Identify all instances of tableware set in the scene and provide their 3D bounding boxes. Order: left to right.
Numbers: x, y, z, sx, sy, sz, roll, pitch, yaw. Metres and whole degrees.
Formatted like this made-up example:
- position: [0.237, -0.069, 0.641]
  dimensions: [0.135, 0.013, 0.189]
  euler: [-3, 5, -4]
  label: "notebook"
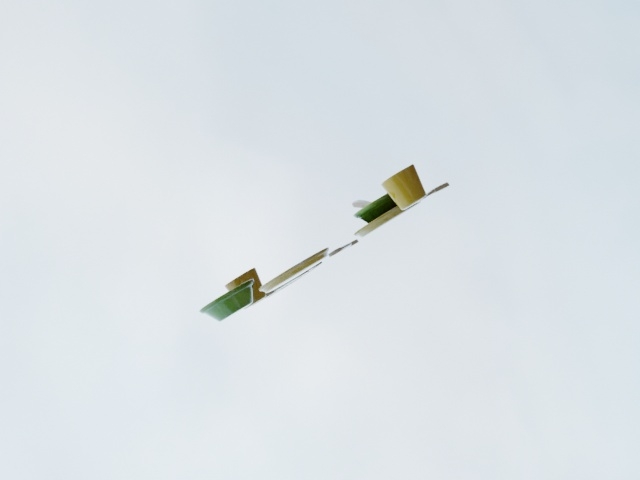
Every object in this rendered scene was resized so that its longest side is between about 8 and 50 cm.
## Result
- position: [0.000, 0.000, 0.899]
  dimensions: [0.024, 0.154, 0.104]
  euler: [59, -157, 2]
  label: "tableware set"
